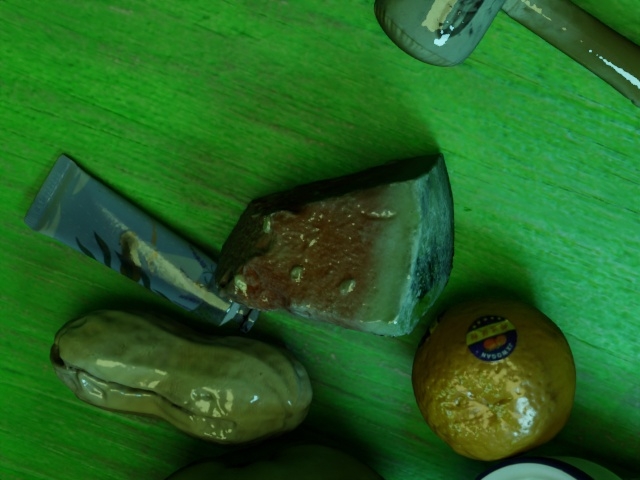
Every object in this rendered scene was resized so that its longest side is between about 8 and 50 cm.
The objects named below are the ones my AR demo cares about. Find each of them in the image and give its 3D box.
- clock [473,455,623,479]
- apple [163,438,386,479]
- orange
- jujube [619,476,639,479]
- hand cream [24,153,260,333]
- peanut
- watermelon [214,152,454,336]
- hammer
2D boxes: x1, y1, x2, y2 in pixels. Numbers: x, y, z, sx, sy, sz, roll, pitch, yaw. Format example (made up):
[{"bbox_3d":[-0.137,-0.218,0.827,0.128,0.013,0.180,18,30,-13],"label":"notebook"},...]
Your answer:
[{"bbox_3d":[0.238,0.337,1.165,0.083,0.230,0.230,8,119,-44],"label":"clock"},{"bbox_3d":[-0.037,0.386,1.221,0.357,0.357,0.358,1,112,2],"label":"apple"},{"bbox_3d":[0.185,0.145,1.212,0.177,0.155,0.178,1,98,10],"label":"orange"},{"bbox_3d":[0.340,0.427,1.287,0.246,0.215,0.308,26,116,3],"label":"jujube"},{"bbox_3d":[-0.186,0.016,1.231,0.271,0.058,0.091,32,107,-5],"label":"hand cream"},{"bbox_3d":[-0.152,0.150,1.243,0.290,0.130,0.130,15,112,-2],"label":"peanut"},{"bbox_3d":[0.000,0.000,1.165,0.256,0.193,0.140,-2,112,18],"label":"watermelon"},{"bbox_3d":[0.219,-0.221,1.096,0.305,0.113,0.202,27,113,-14],"label":"hammer"}]
